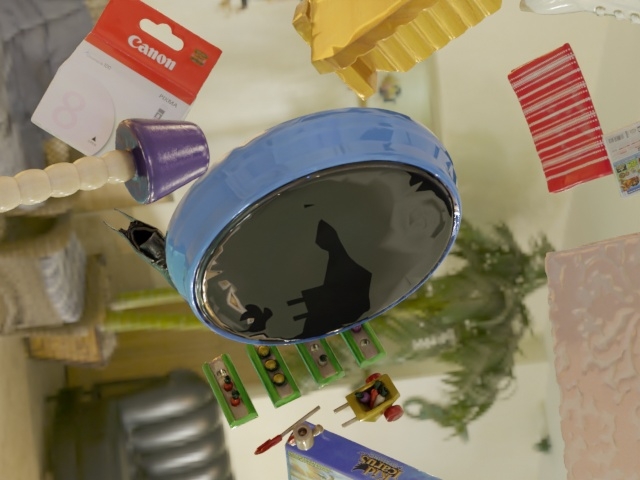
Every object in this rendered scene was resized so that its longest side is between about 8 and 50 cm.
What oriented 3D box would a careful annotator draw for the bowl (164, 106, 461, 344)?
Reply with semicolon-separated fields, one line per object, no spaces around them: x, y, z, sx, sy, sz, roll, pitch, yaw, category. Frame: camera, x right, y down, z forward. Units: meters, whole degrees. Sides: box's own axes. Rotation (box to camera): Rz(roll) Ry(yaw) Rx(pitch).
0.000;0.000;1.327;0.391;0.391;0.077;85;-15;-54;bowl

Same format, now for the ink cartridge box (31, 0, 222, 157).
-0.283;-0.225;1.523;0.232;0.189;0.066;-58;-176;10;ink cartridge box

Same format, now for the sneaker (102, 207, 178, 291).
-0.223;0.020;1.455;0.170;0.051;0.089;35;-9;26;sneaker

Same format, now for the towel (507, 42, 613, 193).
0.481;-0.240;2.091;0.199;0.031;0.274;-18;-88;63;towel

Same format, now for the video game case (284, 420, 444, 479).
0.080;0.409;1.591;0.061;0.270;0.244;-55;155;-36;video game case

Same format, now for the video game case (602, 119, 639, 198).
0.532;-0.139;1.750;0.011;0.087;0.122;-103;170;-68;video game case

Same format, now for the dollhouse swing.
0.167;-0.348;1.686;0.315;0.347;0.305;41;25;-40;dollhouse swing

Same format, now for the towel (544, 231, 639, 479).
0.435;0.151;1.317;0.317;0.053;0.331;-14;-105;49;towel

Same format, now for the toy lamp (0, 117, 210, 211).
-0.225;-0.050;0.870;0.080;0.275;0.080;35;-48;51;toy lamp

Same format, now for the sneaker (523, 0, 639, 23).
0.343;-0.227;1.010;0.106;0.290;0.123;-30;115;-70;sneaker

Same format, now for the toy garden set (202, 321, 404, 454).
-0.020;0.198;1.455;0.203;0.244;0.049;59;-12;34;toy garden set

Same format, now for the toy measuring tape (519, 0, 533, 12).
0.371;-0.496;1.553;0.330;0.121;0.121;-58;169;-17;toy measuring tape
